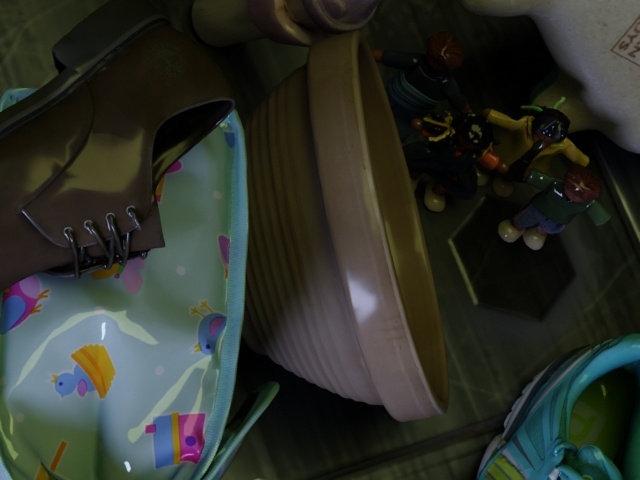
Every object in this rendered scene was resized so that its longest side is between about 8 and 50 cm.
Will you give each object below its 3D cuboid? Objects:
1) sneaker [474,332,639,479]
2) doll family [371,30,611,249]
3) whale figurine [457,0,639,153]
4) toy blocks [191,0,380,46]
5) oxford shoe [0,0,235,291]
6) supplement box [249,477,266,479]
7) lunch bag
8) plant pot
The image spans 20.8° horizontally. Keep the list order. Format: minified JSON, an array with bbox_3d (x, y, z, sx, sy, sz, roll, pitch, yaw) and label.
[{"bbox_3d":[0.137,0.167,1.077,0.107,0.110,0.275,33,61,-7],"label":"sneaker"},{"bbox_3d":[0.109,-0.068,1.163,0.193,0.111,0.076,19,63,-14],"label":"doll family"},{"bbox_3d":[0.205,-0.171,1.197,0.272,0.216,0.141,18,32,-35],"label":"whale figurine"},{"bbox_3d":[0.025,-0.310,1.092,0.288,0.260,0.309,-36,109,-29],"label":"toy blocks"},{"bbox_3d":[-0.124,-0.016,0.814,0.096,0.083,0.227,38,70,9],"label":"oxford shoe"},{"bbox_3d":[-0.019,0.181,1.024,0.098,0.036,0.062,27,55,-47],"label":"supplement box"},{"bbox_3d":[-0.119,0.081,0.941,0.160,0.223,0.262,2,67,-15],"label":"lunch bag"},{"bbox_3d":[0.000,0.000,1.057,0.109,0.237,0.237,-13,71,9],"label":"plant pot"}]
